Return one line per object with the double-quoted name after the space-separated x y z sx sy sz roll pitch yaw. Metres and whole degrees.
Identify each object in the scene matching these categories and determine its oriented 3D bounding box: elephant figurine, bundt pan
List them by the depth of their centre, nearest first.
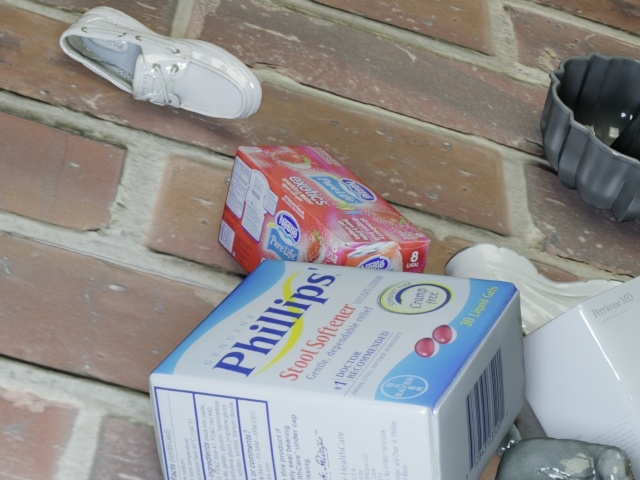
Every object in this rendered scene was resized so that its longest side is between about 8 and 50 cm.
0.209 0.300 1.637 0.186 0.169 0.239 -5 26 40 "elephant figurine"
0.454 -0.126 2.405 0.330 0.124 0.331 16 33 -11 "bundt pan"

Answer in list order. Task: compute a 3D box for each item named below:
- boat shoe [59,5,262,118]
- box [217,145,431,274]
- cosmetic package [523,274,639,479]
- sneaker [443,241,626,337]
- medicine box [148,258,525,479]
-0.211 -0.214 2.188 0.277 0.098 0.096 22 32 17 "boat shoe"
0.000 0.000 1.925 0.122 0.128 0.257 -3 28 -32 "box"
0.354 0.161 1.855 0.224 0.138 0.225 -20 75 -45 "cosmetic package"
0.284 0.106 2.022 0.297 0.111 0.129 14 50 -6 "sneaker"
0.023 0.147 1.660 0.289 0.149 0.263 5 27 23 "medicine box"
